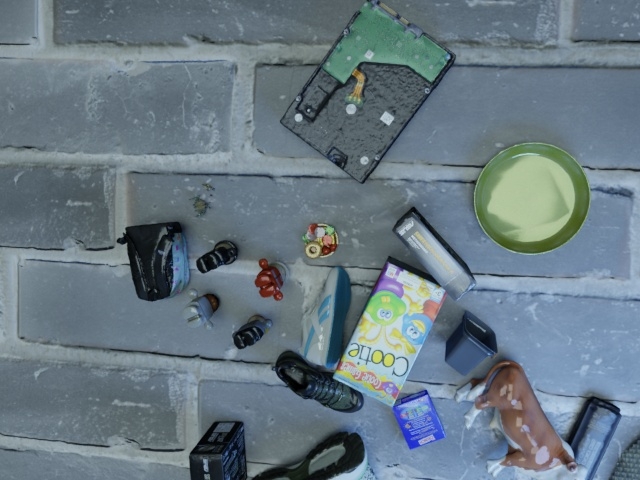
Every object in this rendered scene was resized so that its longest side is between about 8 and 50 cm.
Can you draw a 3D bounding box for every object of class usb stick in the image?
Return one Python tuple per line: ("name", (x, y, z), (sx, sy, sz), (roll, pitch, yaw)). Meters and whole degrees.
("usb stick", (0.575, 0.482, 1.194), (0.077, 0.045, 0.278), (23, 97, 14))

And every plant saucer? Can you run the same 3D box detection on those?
("plant saucer", (0.454, -0.090, 1.173), (0.241, 0.037, 0.241), (1, 94, 8))

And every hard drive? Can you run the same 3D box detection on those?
("hard drive", (0.101, -0.328, 1.194), (0.237, 0.064, 0.339), (37, 99, 4))

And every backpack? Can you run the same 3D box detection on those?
("backpack", (-0.377, 0.050, 1.267), (0.152, 0.115, 0.182), (-5, 94, 20))

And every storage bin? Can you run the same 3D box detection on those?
("storage bin", (0.325, 0.231, 1.174), (0.098, 0.135, 0.091), (38, 110, 4))

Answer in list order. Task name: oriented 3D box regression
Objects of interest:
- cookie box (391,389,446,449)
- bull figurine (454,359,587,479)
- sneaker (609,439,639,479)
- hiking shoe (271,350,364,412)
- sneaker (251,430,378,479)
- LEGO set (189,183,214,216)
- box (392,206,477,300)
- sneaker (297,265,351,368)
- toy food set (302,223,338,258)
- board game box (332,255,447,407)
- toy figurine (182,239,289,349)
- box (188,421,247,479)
("cookie box", (0.225, 0.411, 1.241), (0.091, 0.040, 0.107), (-23, 90, 9))
("bull figurine", (0.430, 0.421, 1.172), (0.188, 0.101, 0.310), (-27, 76, 10))
("sneaker", (0.707, 0.564, 1.159), (0.146, 0.102, 0.293), (24, 102, 2))
("hiking shoe", (-0.010, 0.339, 1.233), (0.226, 0.114, 0.086), (25, 98, 6))
("sneaker", (-0.032, 0.620, 1.254), (0.410, 0.158, 0.182), (-32, 107, 14))
("LEGO set", (-0.281, -0.093, 1.291), (0.054, 0.023, 0.083), (41, 85, 1))
("box", (0.232, 0.018, 1.115), (0.056, 0.231, 0.183), (-43, 87, 12))
("sneaker", (0.007, 0.168, 1.233), (0.092, 0.087, 0.229), (10, 86, 31))
("toy food set", (0.000, 0.000, 1.254), (0.083, 0.020, 0.083), (-7, 93, 9))
("board game box", (0.153, 0.191, 1.183), (0.142, 0.144, 0.275), (25, 96, 7))
("toy figurine", (-0.192, 0.121, 1.235), (0.213, 0.148, 0.210), (19, 103, 4))
("box", (-0.232, 0.523, 1.246), (0.077, 0.180, 0.147), (-3, 94, 7))
